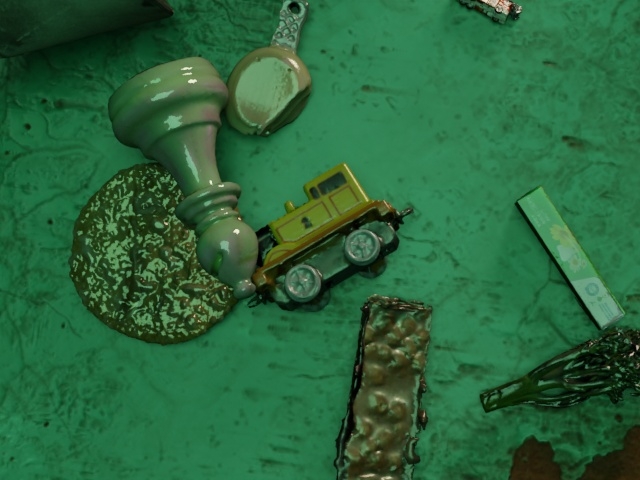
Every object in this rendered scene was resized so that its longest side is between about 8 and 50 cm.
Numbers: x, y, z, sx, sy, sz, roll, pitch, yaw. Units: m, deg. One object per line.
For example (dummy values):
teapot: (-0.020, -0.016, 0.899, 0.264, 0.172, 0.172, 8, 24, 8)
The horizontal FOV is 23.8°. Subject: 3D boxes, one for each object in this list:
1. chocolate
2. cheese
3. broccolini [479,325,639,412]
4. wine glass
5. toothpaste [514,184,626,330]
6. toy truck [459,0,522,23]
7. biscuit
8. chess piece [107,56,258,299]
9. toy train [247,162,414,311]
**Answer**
chocolate: (0.064, 0.228, 1.725, 0.102, 0.065, 0.329, 9, 87, -9)
cheese: (-0.048, -0.197, 1.773, 0.092, 0.047, 0.171, 36, 88, 6)
broccolini: (0.280, 0.149, 1.722, 0.202, 0.068, 0.091, -10, 114, 13)
wine glass: (-0.392, -0.203, 1.703, 0.267, 0.267, 0.406, 44, 93, 6)
toothpaste: (0.284, 0.020, 1.732, 0.037, 0.043, 0.178, -33, 84, -2)
toy truck: (0.194, -0.279, 1.773, 0.083, 0.024, 0.032, 29, 59, 9)
biscuit: (-0.189, 0.015, 1.775, 0.220, 0.033, 0.220, -1, 84, 6)
chess piece: (-0.133, -0.058, 1.700, 0.139, 0.139, 0.272, -23, 76, 2)
toy train: (0.000, 0.000, 1.737, 0.219, 0.089, 0.127, -31, 73, 2)
